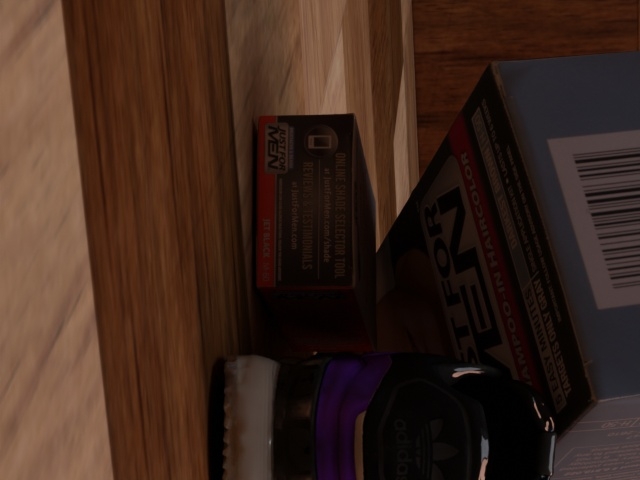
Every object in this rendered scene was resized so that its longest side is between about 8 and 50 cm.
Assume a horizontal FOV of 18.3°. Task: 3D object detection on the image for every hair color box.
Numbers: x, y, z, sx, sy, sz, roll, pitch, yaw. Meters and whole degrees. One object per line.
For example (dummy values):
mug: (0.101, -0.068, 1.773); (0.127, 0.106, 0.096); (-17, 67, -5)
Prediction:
hair color box: (0.000, 0.000, 1.062); (0.167, 0.053, 0.093); (74, 16, -75)
hair color box: (0.109, 0.069, 1.105); (0.374, 0.114, 0.185); (117, -37, -60)

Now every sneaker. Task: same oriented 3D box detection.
sneaker: (0.041, 0.104, 0.954); (0.293, 0.146, 0.102); (27, 61, -83)
